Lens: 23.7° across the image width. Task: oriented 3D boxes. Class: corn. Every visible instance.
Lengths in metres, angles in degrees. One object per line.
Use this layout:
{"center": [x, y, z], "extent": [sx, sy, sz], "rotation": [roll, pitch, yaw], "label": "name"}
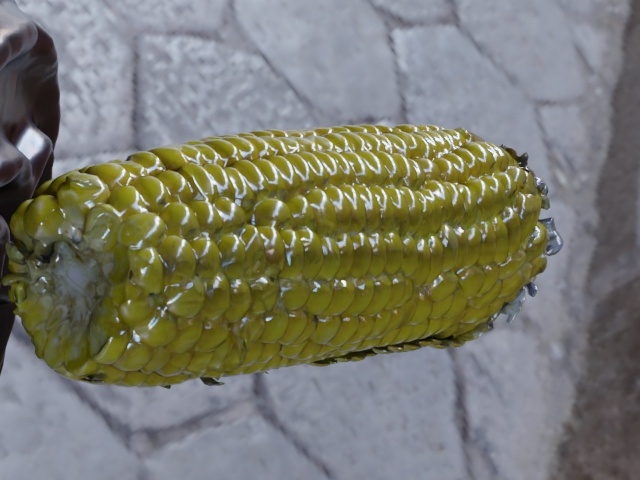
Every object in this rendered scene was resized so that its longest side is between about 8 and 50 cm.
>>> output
{"center": [0.000, 0.000, 0.673], "extent": [0.318, 0.115, 0.115], "rotation": [-5, 67, -53], "label": "corn"}

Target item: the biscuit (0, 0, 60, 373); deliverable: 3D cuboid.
{"center": [-0.207, 0.075, 0.679], "extent": [0.091, 0.407, 0.407], "rotation": [20, 39, -2], "label": "biscuit"}
